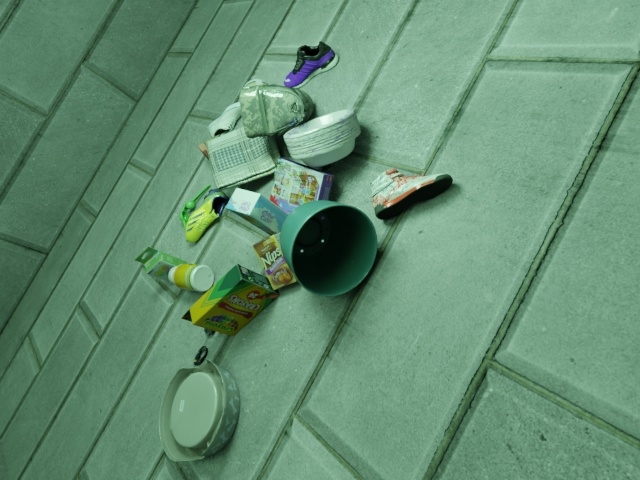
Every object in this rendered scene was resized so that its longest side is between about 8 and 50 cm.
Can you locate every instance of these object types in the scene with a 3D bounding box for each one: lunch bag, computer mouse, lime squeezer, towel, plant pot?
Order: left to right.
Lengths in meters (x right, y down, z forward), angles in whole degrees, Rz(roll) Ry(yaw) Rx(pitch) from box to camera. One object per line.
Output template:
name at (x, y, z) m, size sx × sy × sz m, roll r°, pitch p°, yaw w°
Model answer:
lime squeezer at (-0.655, -0.153, 2.126) m, size 0.109 × 0.058 × 0.311 m, roll 6°, pitch 71°, yaw 41°
computer mouse at (-0.468, 0.386, 1.708) m, size 0.071 × 0.041 × 0.242 m, roll 6°, pitch 73°, yaw 40°
towel at (-0.345, -0.391, 1.898) m, size 0.323 × 0.056 × 0.313 m, roll -19°, pitch 57°, yaw -1°
lunch bag at (-0.171, -0.546, 1.755) m, size 0.255 × 0.213 × 0.305 m, roll -5°, pitch 19°, yaw 11°
plant pot at (0.000, 0.000, 1.371) m, size 0.293 × 0.292 × 0.235 m, roll -56°, pitch 30°, yaw 1°

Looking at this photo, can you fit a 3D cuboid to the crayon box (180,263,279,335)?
crayon box at (-0.335, 0.243, 1.564) m, size 0.318 × 0.202 × 0.081 m, roll -42°, pitch 48°, yaw 16°

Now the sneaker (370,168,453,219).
sneaker at (0.280, -0.186, 1.362) m, size 0.269 × 0.090 × 0.145 m, roll -28°, pitch 56°, yaw 29°

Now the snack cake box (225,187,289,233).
snack cake box at (-0.201, -0.088, 1.580) m, size 0.152 × 0.264 × 0.089 m, roll 20°, pitch 79°, yaw 44°

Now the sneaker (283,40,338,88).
sneaker at (-0.075, -0.818, 1.935) m, size 0.293 × 0.146 × 0.102 m, roll -21°, pitch 56°, yaw 29°

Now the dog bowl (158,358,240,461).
dog bowl at (-0.433, 0.610, 1.523) m, size 0.348 × 0.102 × 0.349 m, roll -19°, pitch 57°, yaw 31°

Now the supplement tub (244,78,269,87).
supplement tub at (-0.299, -0.664, 2.038) m, size 0.144 × 0.144 × 0.200 m, roll -29°, pitch 52°, yaw 25°

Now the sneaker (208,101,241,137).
sneaker at (-0.482, -0.621, 2.217) m, size 0.258 × 0.094 × 0.091 m, roll -32°, pitch 69°, yaw 28°

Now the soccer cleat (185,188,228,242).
soccer cleat at (-0.539, -0.110, 1.987) m, size 0.121 × 0.093 × 0.289 m, roll 33°, pitch 91°, yaw 37°

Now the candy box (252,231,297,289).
candy box at (-0.159, 0.076, 1.538) m, size 0.109 × 0.053 × 0.187 m, roll -24°, pitch 93°, yaw 29°

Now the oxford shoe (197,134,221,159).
oxford shoe at (-0.462, -0.418, 2.055) m, size 0.146 × 0.141 × 0.397 m, roll -43°, pitch 53°, yaw -8°

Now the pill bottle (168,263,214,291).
pill bottle at (-0.576, 0.161, 1.858) m, size 0.208 × 0.117 × 0.118 m, roll 1°, pitch 68°, yaw 40°

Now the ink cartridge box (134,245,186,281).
ink cartridge box at (-0.733, 0.116, 1.944) m, size 0.109 × 0.209 × 0.062 m, roll -38°, pitch 49°, yaw 18°

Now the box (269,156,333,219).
box at (-0.083, -0.191, 1.632) m, size 0.293 × 0.057 × 0.201 m, roll 29°, pitch 112°, yaw 44°

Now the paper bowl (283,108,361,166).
paper bowl at (0.016, -0.377, 1.585) m, size 0.283 × 0.148 × 0.284 m, roll -19°, pitch 22°, yaw 8°
